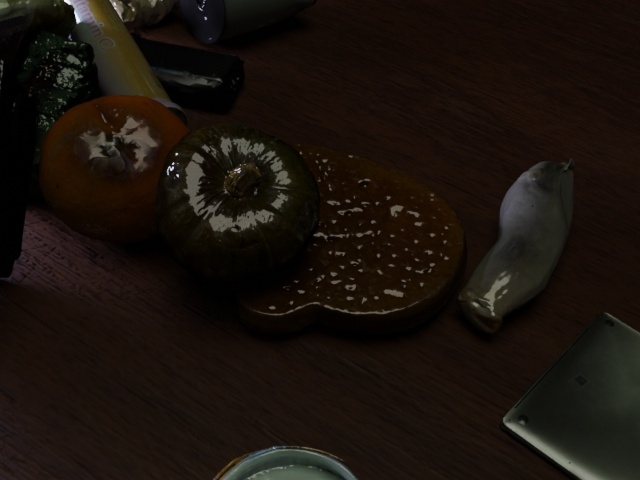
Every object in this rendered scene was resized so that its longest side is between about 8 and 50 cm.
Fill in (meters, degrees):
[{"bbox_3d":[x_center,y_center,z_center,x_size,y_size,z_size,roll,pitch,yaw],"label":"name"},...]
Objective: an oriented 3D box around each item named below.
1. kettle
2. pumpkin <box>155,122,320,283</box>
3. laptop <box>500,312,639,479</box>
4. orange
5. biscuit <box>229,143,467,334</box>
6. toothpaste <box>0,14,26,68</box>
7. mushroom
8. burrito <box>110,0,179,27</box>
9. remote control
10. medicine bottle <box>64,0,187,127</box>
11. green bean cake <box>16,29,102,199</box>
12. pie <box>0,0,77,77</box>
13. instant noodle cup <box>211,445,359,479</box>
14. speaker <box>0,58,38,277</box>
[{"bbox_3d":[-0.155,-0.507,1.675,0.237,0.161,0.221,-25,56,-32],"label":"kettle"},{"bbox_3d":[-0.104,-0.048,1.091,0.219,0.162,0.218,4,65,-10],"label":"pumpkin"},{"bbox_3d":[0.375,0.207,1.080,0.188,0.015,0.269,34,49,27],"label":"laptop"},{"bbox_3d":[-0.281,-0.106,1.200,0.224,0.170,0.223,3,74,-10],"label":"orange"},{"bbox_3d":[-0.001,0.007,1.212,0.395,0.070,0.350,26,52,20],"label":"biscuit"},{"bbox_3d":[-0.500,-0.224,1.239,0.114,0.299,0.073,-28,84,-35],"label":"toothpaste"},{"bbox_3d":[0.296,0.001,1.237,0.110,0.097,0.351,21,47,16],"label":"mushroom"},{"bbox_3d":[-0.443,-0.515,1.700,0.348,0.107,0.175,27,31,18],"label":"burrito"},{"bbox_3d":[-0.336,-0.324,1.532,0.399,0.062,0.144,12,44,7],"label":"remote control"},{"bbox_3d":[-0.358,-0.330,1.431,0.108,0.108,0.426,-19,61,-25],"label":"medicine bottle"},{"bbox_3d":[-0.415,-0.183,1.281,0.107,0.193,0.208,20,46,6],"label":"green bean cake"},{"bbox_3d":[-0.516,-0.291,1.332,0.306,0.306,0.071,-36,91,-36],"label":"pie"},{"bbox_3d":[-0.036,0.310,0.806,0.216,0.172,0.215,3,41,-3],"label":"instant noodle cup"},{"bbox_3d":[-0.507,-0.092,1.107,0.232,0.184,0.253,2,76,-3],"label":"speaker"}]
